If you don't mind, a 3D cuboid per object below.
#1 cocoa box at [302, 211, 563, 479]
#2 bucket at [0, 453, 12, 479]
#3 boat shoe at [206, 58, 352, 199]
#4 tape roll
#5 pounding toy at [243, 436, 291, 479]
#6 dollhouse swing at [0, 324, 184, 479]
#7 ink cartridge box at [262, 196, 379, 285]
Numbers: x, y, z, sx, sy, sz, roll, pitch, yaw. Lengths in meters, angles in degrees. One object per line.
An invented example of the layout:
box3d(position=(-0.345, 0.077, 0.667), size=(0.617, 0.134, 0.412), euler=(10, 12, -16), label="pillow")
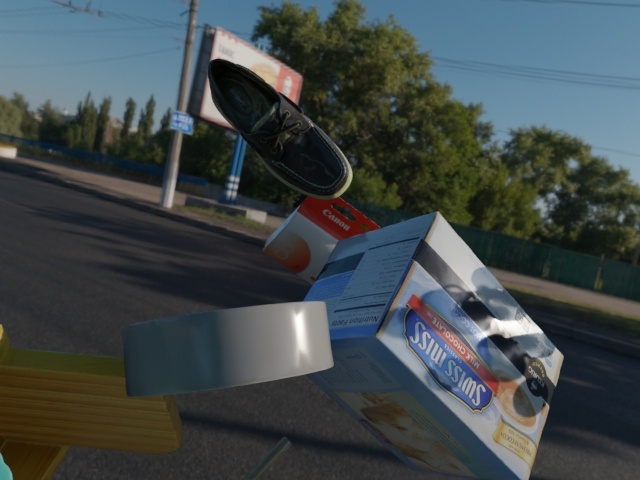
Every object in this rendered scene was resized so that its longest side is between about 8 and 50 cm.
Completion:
box3d(position=(0.156, 0.172, 0.859), size=(0.347, 0.228, 0.231), euler=(46, -35, -19), label="cocoa box")
box3d(position=(-0.274, 0.191, 0.233), size=(0.281, 0.183, 0.281), euler=(28, 21, -12), label="bucket")
box3d(position=(-0.058, -0.134, 0.672), size=(0.223, 0.080, 0.073), euler=(44, 3, 13), label="boat shoe")
box3d(position=(-0.098, 0.116, 0.612), size=(0.219, 0.072, 0.219), euler=(-8, -10, -1), label="tape roll")
box3d(position=(-0.039, 0.374, 0.707), size=(0.237, 0.183, 0.110), euler=(40, -24, 28), label="pounding toy")
box3d(position=(-0.395, 0.309, 0.742), size=(0.304, 0.315, 0.347), euler=(18, -38, 8), label="dollhouse swing")
box3d(position=(0.000, 0.000, 1.053), size=(0.145, 0.179, 0.045), euler=(35, 38, -16), label="ink cartridge box")
